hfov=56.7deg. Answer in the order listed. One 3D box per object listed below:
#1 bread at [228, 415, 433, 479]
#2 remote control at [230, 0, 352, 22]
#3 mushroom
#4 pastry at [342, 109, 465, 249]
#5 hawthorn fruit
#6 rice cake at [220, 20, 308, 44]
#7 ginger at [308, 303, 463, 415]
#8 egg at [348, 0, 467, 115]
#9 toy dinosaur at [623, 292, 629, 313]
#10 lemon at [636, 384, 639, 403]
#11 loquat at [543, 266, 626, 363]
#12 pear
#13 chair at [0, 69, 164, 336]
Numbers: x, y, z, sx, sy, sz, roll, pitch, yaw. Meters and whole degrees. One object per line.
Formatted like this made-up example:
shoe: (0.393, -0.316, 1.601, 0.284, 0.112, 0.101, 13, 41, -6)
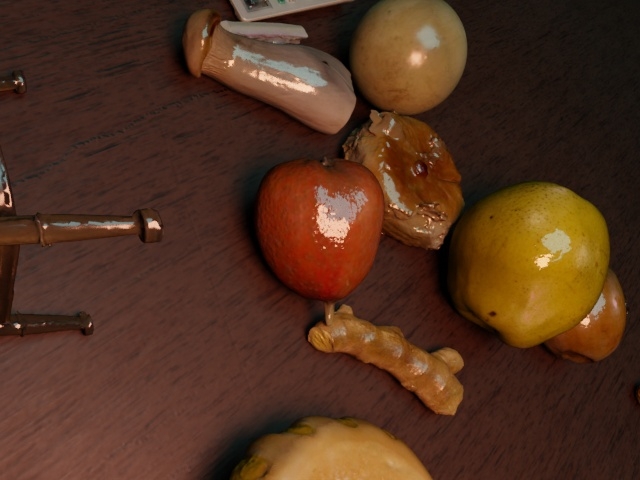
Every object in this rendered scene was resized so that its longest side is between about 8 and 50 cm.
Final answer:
bread: (0.018, 0.369, 0.719, 0.333, 0.160, 0.333, 16, 62, -31)
remote control: (-0.058, -0.477, 1.132, 0.293, 0.051, 0.103, -26, 85, -36)
mushroom: (-0.081, -0.284, 1.000, 0.328, 0.122, 0.159, 15, 25, -30)
pastry: (0.160, -0.117, 1.070, 0.257, 0.121, 0.236, 30, 54, -21)
hawthorn fruit: (0.000, 0.000, 0.874, 0.199, 0.199, 0.251, 2, 79, -34)
rice cake: (-0.100, -0.368, 1.063, 0.180, 0.030, 0.042, -15, 73, -39)
ginger: (0.113, 0.185, 0.934, 0.298, 0.065, 0.118, 27, 47, -23)
egg: (0.170, -0.363, 1.133, 0.218, 0.218, 0.295, 42, 39, -12)
toy dinosaur: (0.595, 0.089, 1.304, 0.187, 0.087, 0.179, -7, 74, -38)
lemon: (0.727, 0.338, 1.295, 0.092, 0.065, 0.065, 19, 59, -32)
loquat: (0.505, 0.126, 1.170, 0.179, 0.179, 0.227, 21, 63, -26)
pear: (0.358, 0.031, 1.033, 0.294, 0.294, 0.294, 15, 61, -29)
chair: (-0.423, -0.071, 0.507, 0.410, 0.362, 0.365, -13, 78, -33)
